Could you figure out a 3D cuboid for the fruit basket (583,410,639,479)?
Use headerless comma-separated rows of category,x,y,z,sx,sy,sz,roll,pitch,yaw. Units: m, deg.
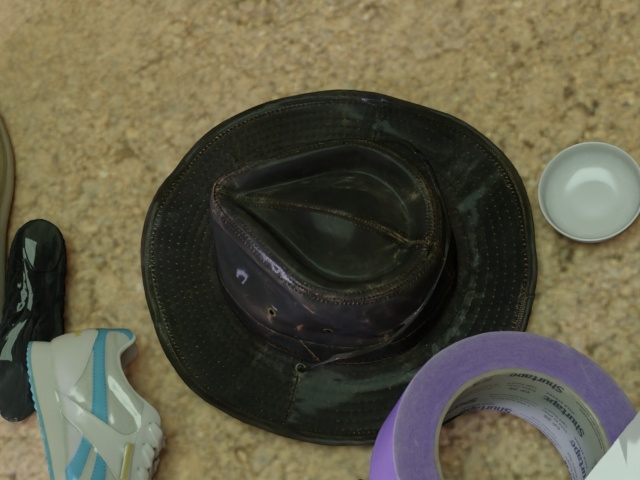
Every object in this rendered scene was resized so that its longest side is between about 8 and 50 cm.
fruit basket,0.360,0.203,1.014,0.353,0.165,0.327,40,81,11

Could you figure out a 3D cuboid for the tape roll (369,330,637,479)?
tape roll,0.134,0.165,1.128,0.189,0.080,0.189,5,62,-10

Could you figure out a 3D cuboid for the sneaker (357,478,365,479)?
sneaker,0.042,0.214,1.181,0.166,0.065,0.076,-5,64,9

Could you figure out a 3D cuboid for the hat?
hat,0.000,0.000,1.227,0.331,0.134,0.331,-4,71,12

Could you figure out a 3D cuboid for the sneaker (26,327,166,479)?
sneaker,-0.162,0.175,1.228,0.092,0.087,0.229,-14,74,-7

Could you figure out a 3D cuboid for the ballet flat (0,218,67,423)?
ballet flat,-0.240,0.067,1.315,0.057,0.049,0.173,10,77,-12

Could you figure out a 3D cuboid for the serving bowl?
serving bowl,0.214,-0.034,1.244,0.083,0.027,0.083,-4,70,11

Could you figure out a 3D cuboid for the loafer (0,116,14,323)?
loafer,-0.317,-0.030,1.333,0.102,0.092,0.268,-14,68,8
